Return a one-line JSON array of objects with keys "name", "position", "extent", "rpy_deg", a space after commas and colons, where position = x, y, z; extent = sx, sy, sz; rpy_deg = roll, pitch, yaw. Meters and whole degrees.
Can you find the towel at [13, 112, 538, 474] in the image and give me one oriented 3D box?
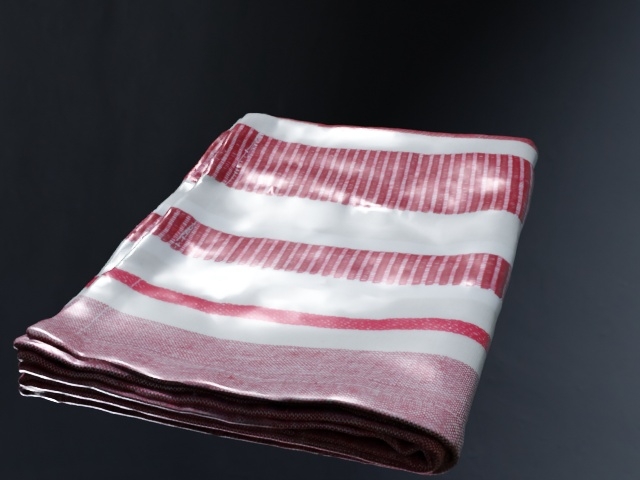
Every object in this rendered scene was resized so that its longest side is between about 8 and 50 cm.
[{"name": "towel", "position": [0.000, 0.000, 0.560], "extent": [0.237, 0.329, 0.037], "rpy_deg": [7, 123, 17]}]
